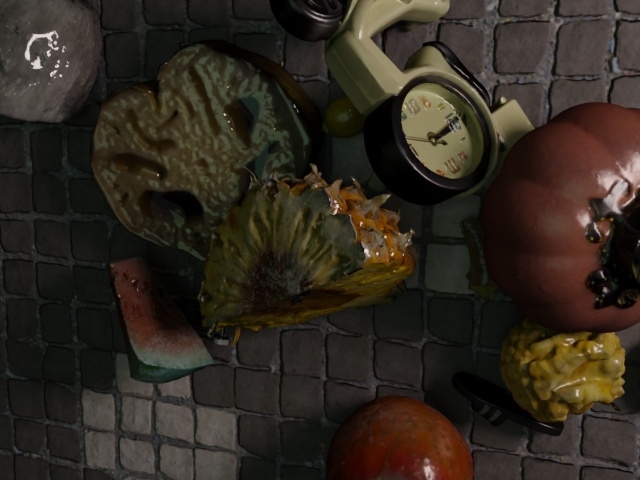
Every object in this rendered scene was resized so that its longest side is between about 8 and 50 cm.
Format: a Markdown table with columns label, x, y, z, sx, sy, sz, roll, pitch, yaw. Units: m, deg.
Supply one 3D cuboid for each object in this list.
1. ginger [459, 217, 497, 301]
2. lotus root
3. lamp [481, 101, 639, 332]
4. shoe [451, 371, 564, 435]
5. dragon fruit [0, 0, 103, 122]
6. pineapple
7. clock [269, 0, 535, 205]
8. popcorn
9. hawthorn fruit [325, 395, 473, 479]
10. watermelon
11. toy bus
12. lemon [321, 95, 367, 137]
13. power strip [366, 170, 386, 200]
| label | x | y | z | sx | sy | sz | roll | pitch | yaw |
| --- | --- | --- | --- | --- | --- | --- | --- | --- | --- |
| ginger | 0.247 | 0.031 | 1.049 | 0.057 | 0.044 | 0.137 | -5 | 97 | 37 |
| lotus root | -0.180 | -0.128 | 1.126 | 0.390 | 0.111 | 0.375 | -16 | 96 | 16 |
| lamp | 0.360 | -0.020 | 0.872 | 0.305 | 0.239 | 0.305 | -6 | 108 | -18 |
| shoe | 0.281 | 0.267 | 1.067 | 0.179 | 0.071 | 0.049 | 23 | 109 | 8 |
| dragon fruit | -0.518 | -0.346 | 1.141 | 0.283 | 0.204 | 0.221 | 36 | 107 | 8 |
| pineapple | 0.002 | 0.000 | 1.031 | 0.344 | 0.286 | 0.209 | -25 | 73 | 36 |
| clock | 0.122 | -0.235 | 0.940 | 0.379 | 0.276 | 0.120 | 59 | 148 | -3 |
| popcorn | 0.351 | 0.183 | 0.994 | 0.180 | 0.180 | 0.170 | -39 | 54 | 20 |
| hawthorn fruit | 0.117 | 0.379 | 1.060 | 0.235 | 0.263 | 0.231 | 43 | 135 | -21 |
| watermelon | -0.294 | 0.122 | 1.127 | 0.094 | 0.154 | 0.241 | -36 | 67 | 18 |
| toy bus | -0.205 | 0.131 | 1.193 | 0.162 | 0.074 | 0.069 | 10 | 95 | 18 |
| lemon | 0.038 | -0.189 | 1.064 | 0.083 | 0.062 | 0.062 | -28 | 90 | 7 |
| power strip | 0.114 | -0.141 | 1.057 | 0.030 | 0.047 | 0.191 | 27 | 106 | 5 |
